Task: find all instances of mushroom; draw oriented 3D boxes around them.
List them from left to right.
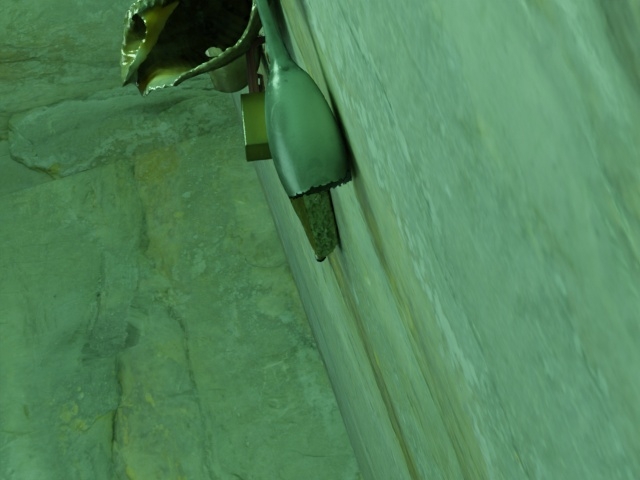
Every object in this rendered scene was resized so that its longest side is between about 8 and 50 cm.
[{"bbox_3d":[-0.233,-0.396,2.054,0.207,0.215,0.207,-13,-90,-87],"label":"mushroom"}]

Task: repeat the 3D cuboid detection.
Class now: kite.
[{"bbox_3d":[-0.095,-0.312,1.958,0.229,0.016,0.127,78,170,-54],"label":"kite"}]

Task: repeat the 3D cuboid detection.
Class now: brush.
[{"bbox_3d":[-0.077,-0.232,1.542,0.047,0.103,0.233,83,179,-59],"label":"brush"}]

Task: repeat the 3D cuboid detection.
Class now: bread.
[{"bbox_3d":[-0.033,-0.115,1.672,0.287,0.056,0.207,78,170,-48],"label":"bread"}]

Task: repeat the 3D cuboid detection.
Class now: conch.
[{"bbox_3d":[-0.180,-0.360,1.562,0.263,0.324,0.186,25,-174,39],"label":"conch"}]

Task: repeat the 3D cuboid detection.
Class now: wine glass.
[{"bbox_3d":[-0.027,-0.212,1.325,0.264,0.096,0.310,-13,-95,-77],"label":"wine glass"}]

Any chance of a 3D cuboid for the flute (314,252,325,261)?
[{"bbox_3d":[0.000,0.000,1.907,0.233,0.027,0.027,91,161,-74],"label":"flute"}]
